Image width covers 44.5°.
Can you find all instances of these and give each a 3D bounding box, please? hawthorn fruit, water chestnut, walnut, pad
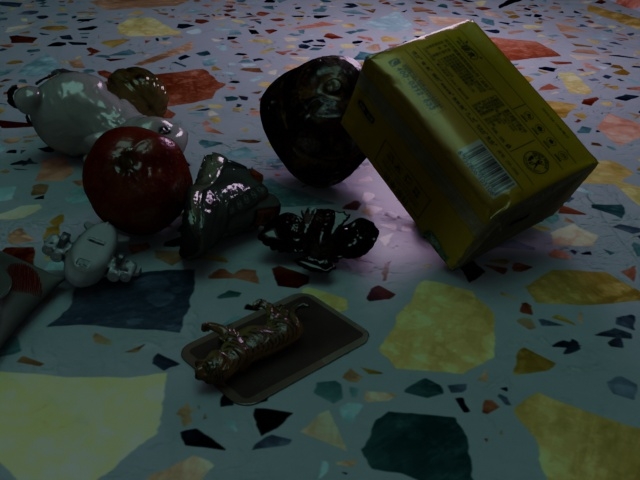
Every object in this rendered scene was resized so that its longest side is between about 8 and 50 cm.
[{"bbox_3d":[-0.341,-0.119,1.436,0.205,0.253,0.204,-1,73,2],"label":"hawthorn fruit"},{"bbox_3d":[0.014,-0.256,1.682,0.244,0.289,0.289,17,16,-40],"label":"water chestnut"},{"bbox_3d":[-0.461,-0.353,1.934,0.156,0.155,0.184,-19,39,-32],"label":"walnut"},{"bbox_3d":[-0.067,0.160,1.219,0.266,0.002,0.176,-23,39,-36],"label":"pad"}]

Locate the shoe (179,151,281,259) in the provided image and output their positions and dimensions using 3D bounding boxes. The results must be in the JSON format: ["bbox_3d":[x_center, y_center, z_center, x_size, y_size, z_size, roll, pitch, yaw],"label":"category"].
[{"bbox_3d":[-0.163,-0.053,1.477,0.171,0.132,0.336,11,27,-3],"label":"shoe"}]

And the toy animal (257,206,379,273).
[{"bbox_3d":[0.001,-0.002,1.438,0.219,0.116,0.179,1,1,8],"label":"toy animal"}]

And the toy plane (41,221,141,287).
[{"bbox_3d":[-0.393,0.025,1.355,0.174,0.080,0.174,18,31,-11],"label":"toy plane"}]

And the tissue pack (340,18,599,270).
[{"bbox_3d":[0.266,-0.184,1.458,0.293,0.228,0.381,-26,71,-25],"label":"tissue pack"}]

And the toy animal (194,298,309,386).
[{"bbox_3d":[-0.100,0.149,1.187,0.241,0.056,0.099,-20,44,-36],"label":"toy animal"}]

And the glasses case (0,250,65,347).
[{"bbox_3d":[-0.516,0.105,1.202,0.129,0.083,0.308,6,31,8],"label":"glasses case"}]

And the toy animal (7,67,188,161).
[{"bbox_3d":[-0.478,-0.246,1.728,0.358,0.193,0.258,27,28,23],"label":"toy animal"}]
